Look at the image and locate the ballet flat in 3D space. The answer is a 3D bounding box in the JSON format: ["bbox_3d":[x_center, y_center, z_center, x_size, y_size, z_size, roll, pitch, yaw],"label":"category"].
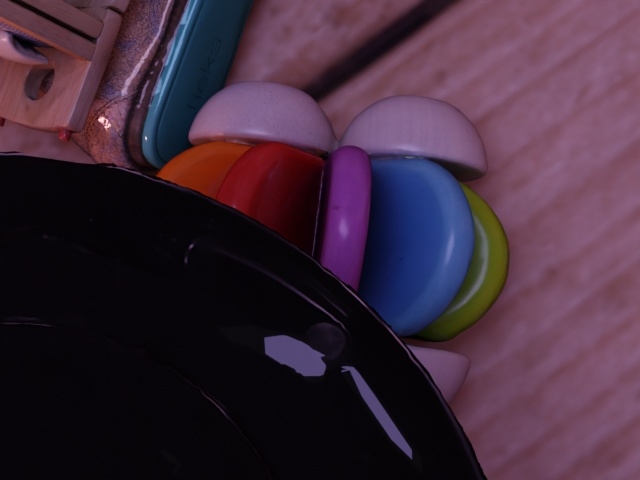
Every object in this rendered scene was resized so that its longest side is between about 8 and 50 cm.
[{"bbox_3d":[-0.062,-0.189,0.994,0.106,0.107,0.316,25,84,25],"label":"ballet flat"}]

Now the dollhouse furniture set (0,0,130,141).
[{"bbox_3d":[-0.199,-0.140,0.949,0.184,0.129,0.129,14,83,42],"label":"dollhouse furniture set"}]

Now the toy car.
[{"bbox_3d":[0.000,0.000,0.931,0.182,0.136,0.159,6,81,6],"label":"toy car"}]

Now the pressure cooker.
[{"bbox_3d":[-0.144,0.206,0.790,0.376,0.420,0.370,26,55,1],"label":"pressure cooker"}]
